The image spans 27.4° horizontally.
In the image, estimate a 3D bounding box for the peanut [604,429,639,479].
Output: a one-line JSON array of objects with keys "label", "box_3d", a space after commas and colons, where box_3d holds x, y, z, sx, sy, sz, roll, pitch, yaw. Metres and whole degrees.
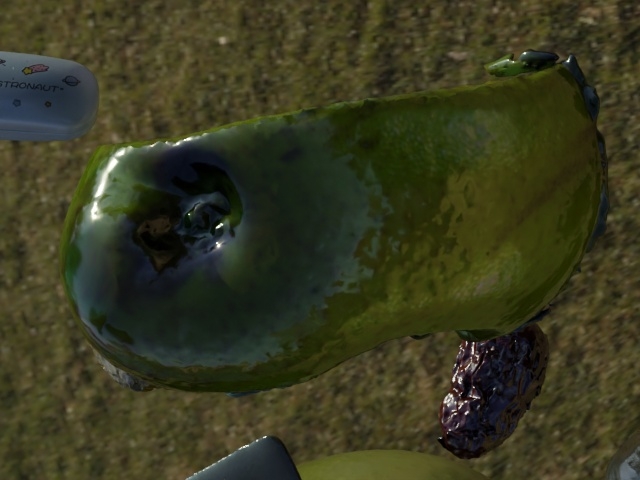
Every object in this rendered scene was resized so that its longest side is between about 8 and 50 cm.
[{"label": "peanut", "box_3d": [0.298, 0.140, 0.923, 0.214, 0.098, 0.090, -38, 110, 2]}]

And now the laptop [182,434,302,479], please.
[{"label": "laptop", "box_3d": [-0.046, 0.293, 0.925, 0.188, 0.015, 0.269, -32, 76, 22]}]

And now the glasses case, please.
[{"label": "glasses case", "box_3d": [-0.266, -0.116, 1.041, 0.045, 0.178, 0.067, 106, 165, -58]}]

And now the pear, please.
[{"label": "pear", "box_3d": [0.000, 0.000, 0.713, 0.238, 0.255, 0.164, -7, 95, 46]}]

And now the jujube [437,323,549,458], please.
[{"label": "jujube", "box_3d": [0.178, 0.150, 1.364, 0.104, 0.104, 0.166, 26, 88, 33]}]

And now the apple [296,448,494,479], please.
[{"label": "apple", "box_3d": [0.049, 0.382, 1.399, 0.311, 0.360, 0.320, 146, 140, -66]}]

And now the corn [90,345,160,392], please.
[{"label": "corn", "box_3d": [-0.047, 0.011, 0.905, 0.097, 0.262, 0.097, 36, 147, 27]}]
